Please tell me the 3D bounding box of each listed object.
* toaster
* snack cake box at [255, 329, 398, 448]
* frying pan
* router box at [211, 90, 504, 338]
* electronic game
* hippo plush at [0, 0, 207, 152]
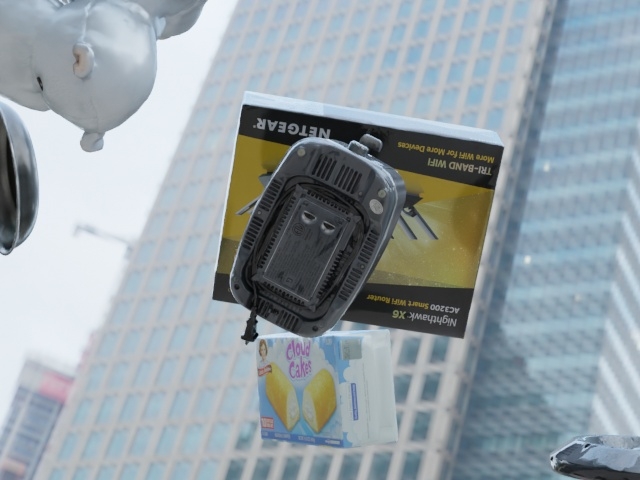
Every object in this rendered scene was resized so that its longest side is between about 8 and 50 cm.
[{"bbox_3d":[0.000,0.000,1.524,0.129,0.146,0.227,27,-77,9],"label":"toaster"},{"bbox_3d":[0.003,0.201,2.086,0.089,0.152,0.264,-4,-2,-26],"label":"snack cake box"},{"bbox_3d":[-0.398,-0.032,1.879,0.053,0.197,0.326,-9,-45,-25],"label":"frying pan"},{"bbox_3d":[0.040,-0.030,1.783,0.309,0.081,0.243,8,-73,-3],"label":"router box"},{"bbox_3d":[0.325,0.211,1.388,0.229,0.048,0.229,4,-2,0],"label":"electronic game"},{"bbox_3d":[-0.192,-0.194,1.385,0.294,0.236,0.234,18,-22,9],"label":"hippo plush"}]
